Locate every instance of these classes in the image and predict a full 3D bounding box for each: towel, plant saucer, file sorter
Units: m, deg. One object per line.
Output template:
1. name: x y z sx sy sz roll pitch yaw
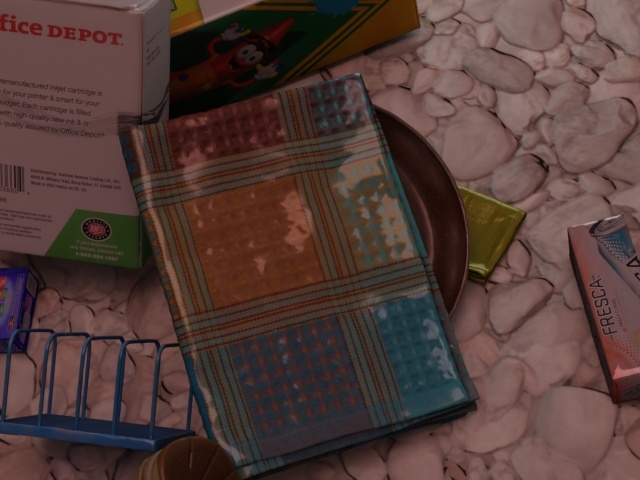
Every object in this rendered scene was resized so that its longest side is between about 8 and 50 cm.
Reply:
1. towel: -0.022 0.031 1.400 0.271 0.040 0.370 -16 80 -15
2. plant saucer: 0.000 0.000 1.457 0.310 0.050 0.311 2 77 -10
3. towel: 0.097 -0.036 1.545 0.237 0.021 0.102 23 67 23
4. file sorter: -0.221 0.147 1.419 0.170 0.118 0.105 5 89 14

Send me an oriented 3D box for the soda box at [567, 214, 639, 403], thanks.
1. soda box: 0.299 0.068 1.416 0.062 0.058 0.183 -13 58 4

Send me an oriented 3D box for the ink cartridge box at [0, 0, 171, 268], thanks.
1. ink cartridge box: -0.272 -0.134 1.503 0.211 0.289 0.121 9 25 8

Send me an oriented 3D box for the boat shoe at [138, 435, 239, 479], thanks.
1. boat shoe: -0.096 0.325 1.305 0.104 0.089 0.285 -7 75 -35

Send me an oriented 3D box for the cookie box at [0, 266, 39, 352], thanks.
1. cookie box: -0.375 0.078 1.561 0.107 0.040 0.092 -2 59 10

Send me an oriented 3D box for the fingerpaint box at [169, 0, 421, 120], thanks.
1. fingerpaint box: -0.131 -0.390 1.726 0.371 0.163 0.445 -22 58 -1
